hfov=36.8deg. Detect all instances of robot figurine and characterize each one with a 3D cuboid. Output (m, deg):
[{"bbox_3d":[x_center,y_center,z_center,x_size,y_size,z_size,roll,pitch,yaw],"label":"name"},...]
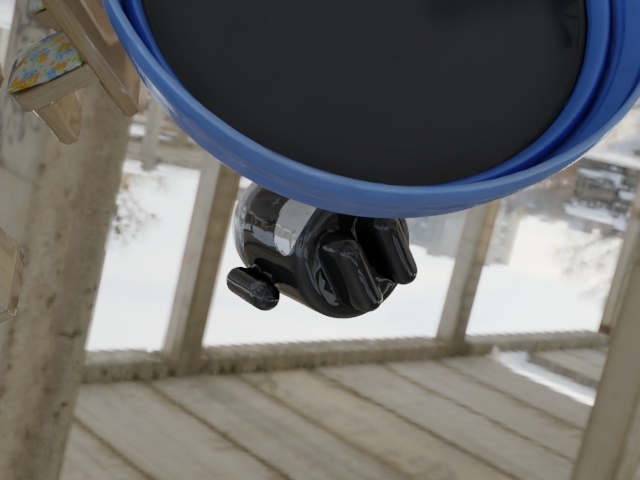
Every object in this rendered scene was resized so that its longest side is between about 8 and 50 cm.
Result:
[{"bbox_3d":[0.002,0.001,1.220,0.209,0.174,0.278,5,-171,-34],"label":"robot figurine"}]

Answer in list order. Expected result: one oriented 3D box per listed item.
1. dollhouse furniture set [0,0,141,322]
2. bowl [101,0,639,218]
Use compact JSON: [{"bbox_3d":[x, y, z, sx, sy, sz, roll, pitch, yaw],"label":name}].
[{"bbox_3d":[-0.361,-0.130,0.755,0.362,0.256,0.394,-22,-138,11],"label":"dollhouse furniture set"},{"bbox_3d":[0.040,-0.195,0.657,0.391,0.391,0.077,12,157,-7],"label":"bowl"}]
